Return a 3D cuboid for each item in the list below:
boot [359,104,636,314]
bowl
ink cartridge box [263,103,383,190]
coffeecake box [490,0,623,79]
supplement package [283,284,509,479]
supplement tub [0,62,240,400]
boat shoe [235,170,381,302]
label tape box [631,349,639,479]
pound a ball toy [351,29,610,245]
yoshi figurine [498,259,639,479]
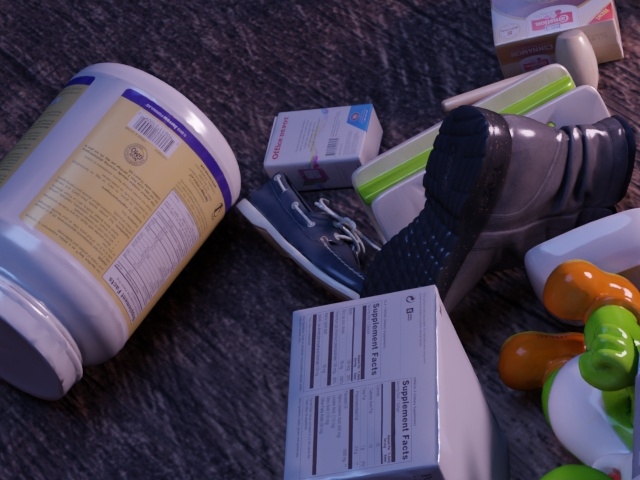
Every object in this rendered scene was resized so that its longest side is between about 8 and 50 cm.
[{"bbox_3d":[0.189,0.017,2.027,0.223,0.338,0.118,5,37,-33],"label":"boot"},{"bbox_3d":[0.286,0.035,1.980,0.142,0.142,0.053,-22,61,5],"label":"bowl"},{"bbox_3d":[0.004,-0.108,2.291,0.122,0.052,0.088,-3,49,20],"label":"ink cartridge box"},{"bbox_3d":[0.276,-0.286,2.315,0.142,0.068,0.185,-11,47,13],"label":"coffeecake box"},{"bbox_3d":[0.079,0.208,1.826,0.145,0.262,0.204,-12,47,16],"label":"supplement package"},{"bbox_3d":[-0.270,-0.010,2.195,0.241,0.241,0.331,19,61,36],"label":"supplement tub"},{"bbox_3d":[0.000,0.000,2.172,0.079,0.095,0.254,-47,38,-4],"label":"boat shoe"},{"bbox_3d":[0.395,0.227,1.673,0.115,0.249,0.347,-41,30,46],"label":"label tape box"},{"bbox_3d":[0.200,-0.089,2.155,0.319,0.136,0.208,-28,20,-1],"label":"pound a ball toy"},{"bbox_3d":[0.244,0.189,1.808,0.203,0.203,0.362,-25,41,10],"label":"yoshi figurine"}]
